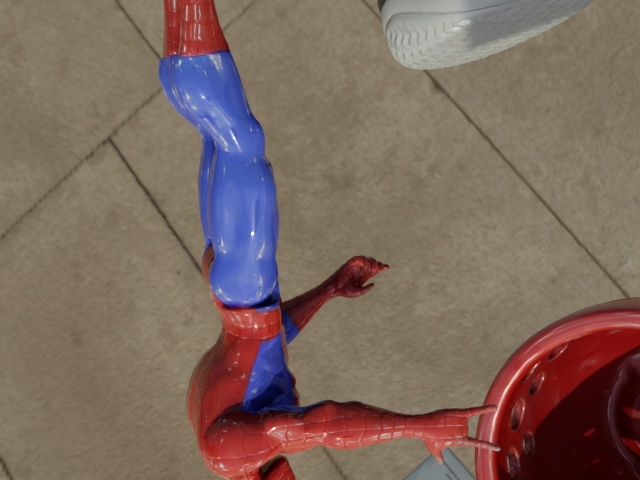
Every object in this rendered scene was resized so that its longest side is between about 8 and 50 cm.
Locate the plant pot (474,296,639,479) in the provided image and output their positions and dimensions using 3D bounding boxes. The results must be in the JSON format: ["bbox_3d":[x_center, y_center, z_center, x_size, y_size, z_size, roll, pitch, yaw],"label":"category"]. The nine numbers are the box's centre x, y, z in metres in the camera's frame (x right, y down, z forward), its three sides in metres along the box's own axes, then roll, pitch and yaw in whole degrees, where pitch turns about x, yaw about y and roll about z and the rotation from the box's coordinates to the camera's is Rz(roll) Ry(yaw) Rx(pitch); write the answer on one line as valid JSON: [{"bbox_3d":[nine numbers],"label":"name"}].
[{"bbox_3d":[0.214,0.127,0.585,0.191,0.174,0.191,1,92,29],"label":"plant pot"}]

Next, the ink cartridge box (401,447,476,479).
[{"bbox_3d":[0.070,0.258,0.725,0.175,0.127,0.072,-42,52,-1],"label":"ink cartridge box"}]

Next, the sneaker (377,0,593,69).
[{"bbox_3d":[0.138,-0.253,0.452,0.366,0.137,0.210,-29,80,43],"label":"sneaker"}]

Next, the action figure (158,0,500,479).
[{"bbox_3d":[0.000,0.000,0.414,0.139,0.091,0.280,-3,102,-14],"label":"action figure"}]
